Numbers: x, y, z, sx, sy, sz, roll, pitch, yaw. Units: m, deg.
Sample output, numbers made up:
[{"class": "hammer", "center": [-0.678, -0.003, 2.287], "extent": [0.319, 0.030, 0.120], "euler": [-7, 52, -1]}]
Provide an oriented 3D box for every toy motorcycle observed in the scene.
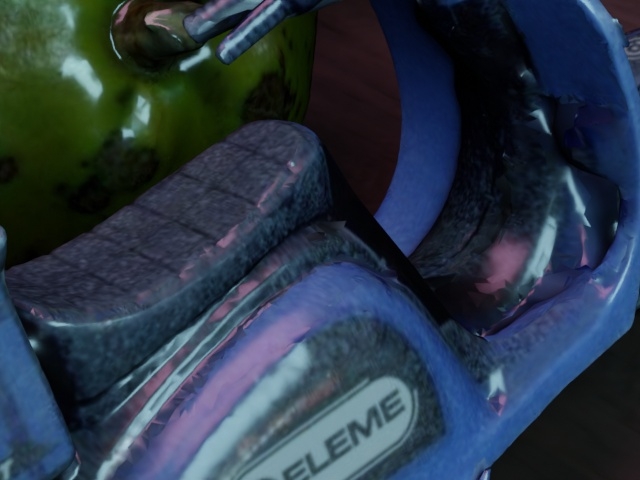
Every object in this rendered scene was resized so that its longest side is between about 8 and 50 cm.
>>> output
[{"class": "toy motorcycle", "center": [0.000, 0.000, 0.539], "extent": [0.358, 0.212, 0.125], "euler": [-37, 37, -27]}]

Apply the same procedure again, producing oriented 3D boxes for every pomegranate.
[{"class": "pomegranate", "center": [-0.120, -0.063, 0.746], "extent": [0.222, 0.276, 0.204], "euler": [-14, 67, -32]}]
